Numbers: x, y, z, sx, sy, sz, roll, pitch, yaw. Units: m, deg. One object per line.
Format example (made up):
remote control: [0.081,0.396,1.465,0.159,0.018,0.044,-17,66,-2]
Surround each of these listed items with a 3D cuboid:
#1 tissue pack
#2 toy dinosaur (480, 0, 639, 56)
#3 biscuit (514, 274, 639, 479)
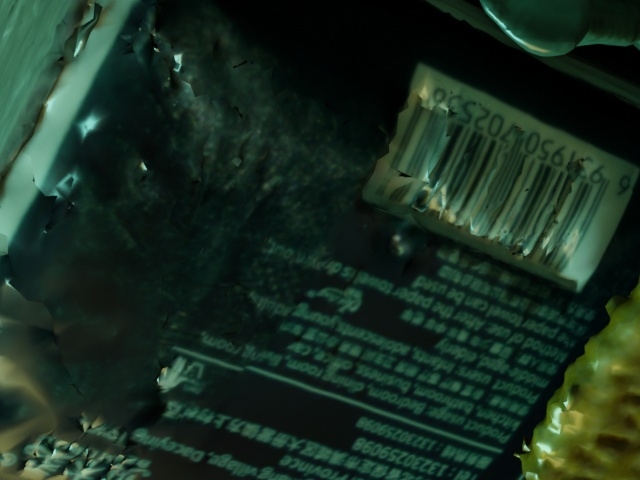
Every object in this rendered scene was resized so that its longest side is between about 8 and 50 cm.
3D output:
tissue pack: [0.031,0.002,0.636,0.416,0.264,0.253,20,-158,-26]
toy dinosaur: [0.126,-0.103,0.542,0.383,0.129,0.331,19,-177,2]
biscuit: [0.191,0.070,0.554,0.254,0.254,0.035,21,-154,-30]
